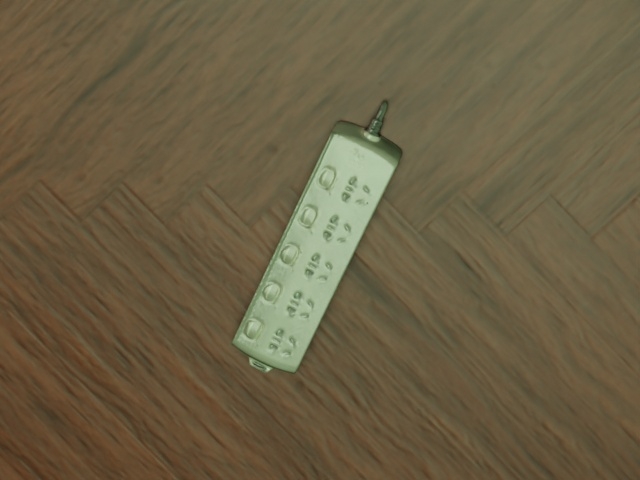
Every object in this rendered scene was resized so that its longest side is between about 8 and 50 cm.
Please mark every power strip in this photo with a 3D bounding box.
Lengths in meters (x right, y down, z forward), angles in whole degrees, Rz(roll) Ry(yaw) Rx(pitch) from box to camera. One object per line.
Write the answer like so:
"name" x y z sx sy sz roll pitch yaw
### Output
"power strip" 0.000 0.000 1.384 0.060 0.027 0.252 26 103 1
